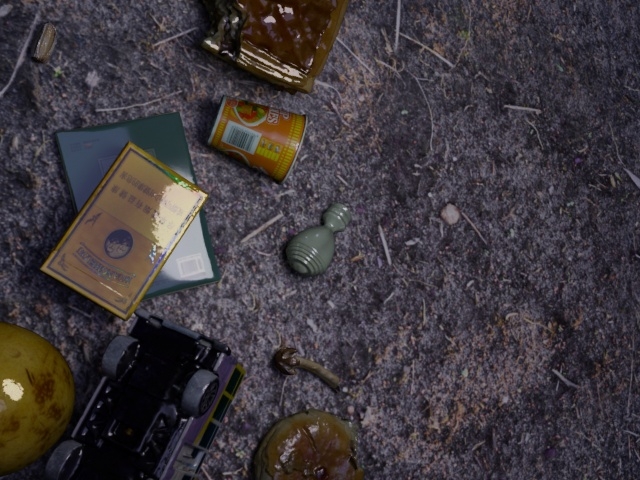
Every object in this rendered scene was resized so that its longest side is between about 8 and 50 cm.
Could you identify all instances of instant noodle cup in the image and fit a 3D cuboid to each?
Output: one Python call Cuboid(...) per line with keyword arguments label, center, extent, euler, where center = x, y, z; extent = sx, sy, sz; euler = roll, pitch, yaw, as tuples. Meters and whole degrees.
Cuboid(label="instant noodle cup", center=(-0.143, -0.227, 1.477), extent=(0.185, 0.168, 0.168), euler=(20, 79, -13))

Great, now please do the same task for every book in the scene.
Cuboid(label="book", center=(-0.374, -0.066, 1.422), extent=(0.264, 0.031, 0.379), euler=(-13, 91, -24))

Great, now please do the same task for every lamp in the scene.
Cuboid(label="lamp", center=(0.000, 0.000, 1.547), extent=(0.106, 0.106, 0.193), euler=(46, 61, -14))

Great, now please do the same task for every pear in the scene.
Cuboid(label="pear", center=(-0.568, 0.270, 1.179), extent=(0.280, 0.280, 0.281), euler=(2, 85, -23))

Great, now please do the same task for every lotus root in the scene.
Cuboid(label="lotus root", center=(-0.554, -0.395, 1.369), extent=(0.037, 0.030, 0.083), euler=(25, 78, -50))

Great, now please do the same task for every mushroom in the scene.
Cuboid(label="mushroom", center=(-0.021, 0.294, 1.537), extent=(0.187, 0.061, 0.060), euler=(28, 71, -23))

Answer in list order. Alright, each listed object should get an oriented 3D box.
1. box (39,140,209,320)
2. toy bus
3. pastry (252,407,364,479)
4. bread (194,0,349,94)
Cuboid(label="box", center=(-0.384, -0.018, 1.351), extent=(0.193, 0.084, 0.301), euler=(34, 76, -15))
Cuboid(label="toy bus", center=(-0.331, 0.383, 1.269), extent=(0.209, 0.249, 0.440), euler=(20, 70, 14))
Cuboid(label="pastry", center=(-0.025, 0.494, 1.483), extent=(0.235, 0.121, 0.257), euler=(4, 84, -23))
Cuboid(label="bread", center=(-0.146, -0.504, 1.470), extent=(0.370, 0.191, 0.314), euler=(25, 81, -15))
